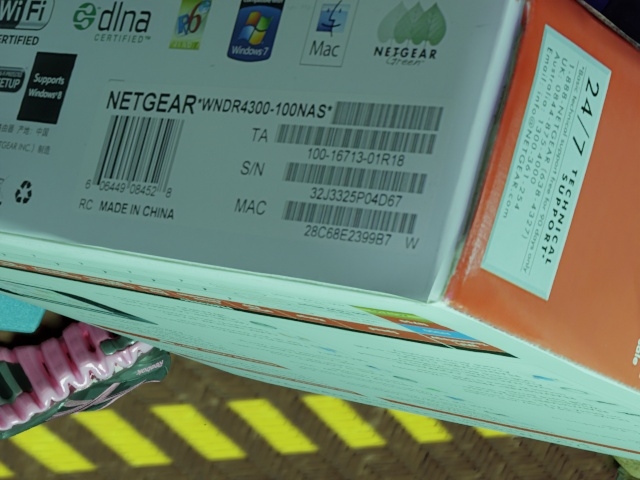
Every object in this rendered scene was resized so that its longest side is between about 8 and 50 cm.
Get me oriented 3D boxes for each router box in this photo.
[{"bbox_3d":[0.000,0.000,0.588,0.301,0.335,0.082,25,77,-49],"label":"router box"}]

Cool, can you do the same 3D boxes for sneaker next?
[{"bbox_3d":[-0.123,0.069,0.809,0.119,0.047,0.057,-24,146,-3],"label":"sneaker"}]

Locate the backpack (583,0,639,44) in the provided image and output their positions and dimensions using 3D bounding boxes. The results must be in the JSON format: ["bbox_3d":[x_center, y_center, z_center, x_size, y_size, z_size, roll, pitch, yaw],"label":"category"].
[{"bbox_3d":[0.017,-0.184,0.516,0.263,0.213,0.276,7,98,-34],"label":"backpack"}]

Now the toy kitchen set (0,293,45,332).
[{"bbox_3d":[-0.178,0.099,0.716,0.122,0.166,0.207,6,126,-32],"label":"toy kitchen set"}]

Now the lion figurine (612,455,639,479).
[{"bbox_3d":[0.293,0.063,0.859,0.142,0.240,0.392,6,127,-30],"label":"lion figurine"}]
